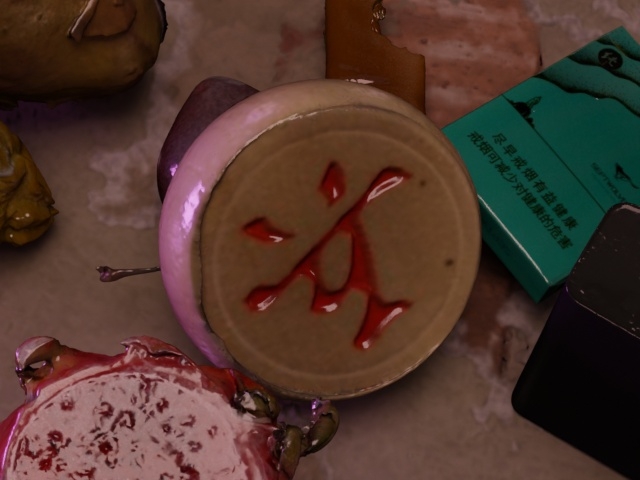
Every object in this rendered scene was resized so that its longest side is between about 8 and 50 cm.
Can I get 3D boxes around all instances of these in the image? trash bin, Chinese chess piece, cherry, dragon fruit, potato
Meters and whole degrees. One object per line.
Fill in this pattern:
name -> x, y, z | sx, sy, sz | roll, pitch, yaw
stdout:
trash bin -> 0.248, 0.081, 1.416 | 0.165, 0.225, 0.115 | 30, 67, 12
Chinese chess piece -> 0.000, 0.000, 1.452 | 0.250, 0.103, 0.250 | -5, 105, -18
cherry -> -0.100, -0.057, 1.533 | 0.188, 0.115, 0.148 | -14, 88, -2
dragon fruit -> -0.120, 0.155, 1.248 | 0.282, 0.147, 0.211 | -29, 63, -8
potato -> -0.285, -0.196, 1.508 | 0.246, 0.299, 0.196 | 8, 57, 50

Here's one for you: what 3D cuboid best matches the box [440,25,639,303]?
box -> 0.214, -0.066, 1.558 | 0.226, 0.042, 0.161 | -31, 73, -27

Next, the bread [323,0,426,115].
bread -> 0.045, -0.109, 1.594 | 0.088, 0.049, 0.226 | 1, 65, -1

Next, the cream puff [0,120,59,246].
cream puff -> -0.290, -0.036, 1.526 | 0.146, 0.116, 0.146 | -13, 49, 16
